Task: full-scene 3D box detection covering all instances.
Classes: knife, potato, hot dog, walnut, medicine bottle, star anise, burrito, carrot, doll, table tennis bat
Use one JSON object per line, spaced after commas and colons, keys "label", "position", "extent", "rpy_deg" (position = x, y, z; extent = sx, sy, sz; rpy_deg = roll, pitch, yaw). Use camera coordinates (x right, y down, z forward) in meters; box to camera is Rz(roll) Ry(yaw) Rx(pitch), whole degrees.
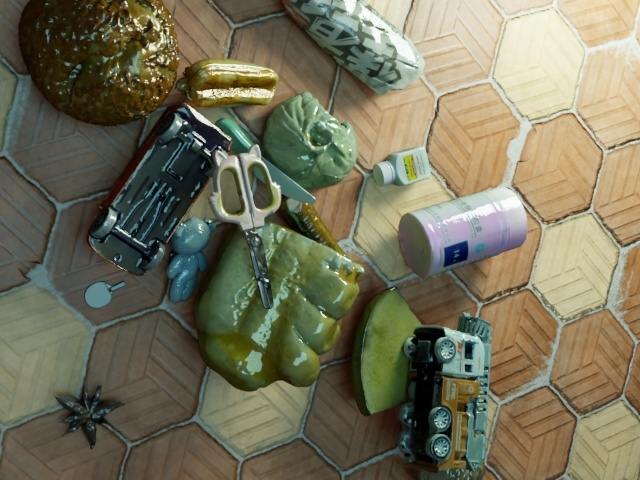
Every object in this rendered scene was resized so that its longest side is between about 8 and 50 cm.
{"label": "knife", "position": [-0.120, -0.151, 1.860], "extent": [0.260, 0.063, 0.034], "rpy_deg": [42, 38, -5]}
{"label": "potato", "position": [0.160, 0.226, 2.020], "extent": [0.269, 0.112, 0.255], "rpy_deg": [-15, 97, -34]}
{"label": "hot dog", "position": [-0.189, -0.315, 1.801], "extent": [0.249, 0.076, 0.102], "rpy_deg": [-11, 132, -46]}
{"label": "walnut", "position": [0.292, 0.475, 2.073], "extent": [0.178, 0.178, 0.230], "rpy_deg": [-4, 92, -23]}
{"label": "medicine bottle", "position": [0.320, -0.021, 2.036], "extent": [0.254, 0.152, 0.152], "rpy_deg": [-17, 102, -20]}
{"label": "star anise", "position": [-0.472, 0.336, 1.788], "extent": [0.129, 0.056, 0.124], "rpy_deg": [38, 81, -22]}
{"label": "burrito", "position": [0.036, -0.465, 1.898], "extent": [0.445, 0.101, 0.139], "rpy_deg": [36, 92, -24]}
{"label": "carrot", "position": [0.000, 0.000, 1.948], "extent": [0.070, 0.070, 0.260], "rpy_deg": [-43, 111, -14]}
{"label": "doll", "position": [-0.278, 0.034, 1.841], "extent": [0.120, 0.075, 0.179], "rpy_deg": [-11, 126, -59]}
{"label": "table tennis bat", "position": [-0.430, 0.103, 1.808], "extent": [0.083, 0.007, 0.050], "rpy_deg": [-25, 104, -17]}
{"label": "medicine bottle", "position": [0.179, -0.160, 2.014], "extent": [0.118, 0.055, 0.074], "rpy_deg": [-17, 103, -20]}

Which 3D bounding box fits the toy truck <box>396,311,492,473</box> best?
{"label": "toy truck", "position": [0.280, 0.322, 1.946], "extent": [0.184, 0.133, 0.338], "rpy_deg": [10, 81, -29]}

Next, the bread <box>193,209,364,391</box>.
{"label": "bread", "position": [-0.095, 0.144, 1.843], "extent": [0.301, 0.210, 0.341], "rpy_deg": [21, 81, 10]}

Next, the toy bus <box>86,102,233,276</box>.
{"label": "toy bus", "position": [-0.322, -0.099, 1.754], "extent": [0.143, 0.153, 0.329], "rpy_deg": [37, 80, -29]}

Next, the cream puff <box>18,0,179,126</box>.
{"label": "cream puff", "position": [-0.396, -0.357, 1.666], "extent": [0.303, 0.212, 0.303], "rpy_deg": [-5, 101, -26]}

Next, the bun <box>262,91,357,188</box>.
{"label": "bun", "position": [-0.013, -0.207, 1.891], "extent": [0.213, 0.126, 0.203], "rpy_deg": [-1, 99, -23]}

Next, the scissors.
{"label": "scissors", "position": [-0.129, -0.024, 1.737], "extent": [0.160, 0.024, 0.317], "rpy_deg": [-13, 90, -33]}
